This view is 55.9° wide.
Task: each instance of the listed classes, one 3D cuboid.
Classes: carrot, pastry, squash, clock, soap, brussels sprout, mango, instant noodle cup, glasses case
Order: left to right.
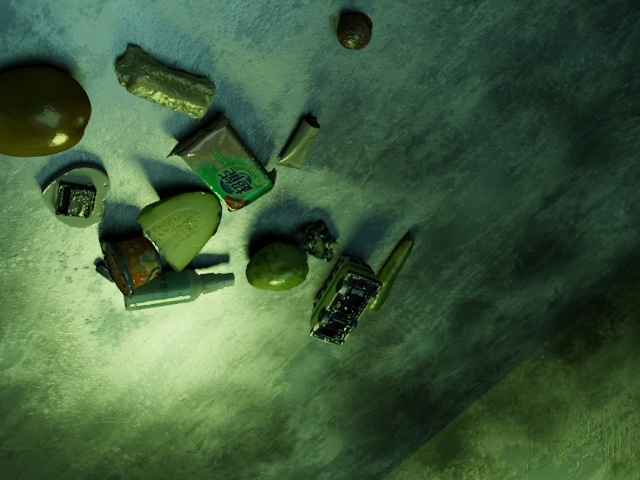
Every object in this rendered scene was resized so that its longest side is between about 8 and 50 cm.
[{"bbox_3d":[-0.706,-0.300,1.425,0.318,0.173,0.211,-6,128,-13],"label":"mango"},{"bbox_3d":[-0.672,-0.117,1.655,0.172,0.064,0.198,5,123,-30],"label":"clock"},{"bbox_3d":[-0.658,0.099,1.862,0.034,0.023,0.083,-31,132,12],"label":"glasses case"},{"bbox_3d":[-0.554,0.065,1.797,0.126,0.208,0.178,-25,178,-32],"label":"instant noodle cup"},{"bbox_3d":[-0.393,-0.401,1.550,0.259,0.089,0.121,20,103,-39],"label":"pastry"},{"bbox_3d":[-0.394,-0.057,1.776,0.155,0.204,0.236,-10,134,13],"label":"squash"},{"bbox_3d":[-0.275,-0.218,1.741,0.218,0.098,0.273,-31,131,9],"label":"soap"},{"bbox_3d":[-0.144,0.096,2.006,0.223,0.161,0.223,-14,154,-7],"label":"brussels sprout"},{"bbox_3d":[0.265,0.124,2.290,0.074,0.074,0.358,11,120,-32],"label":"carrot"}]

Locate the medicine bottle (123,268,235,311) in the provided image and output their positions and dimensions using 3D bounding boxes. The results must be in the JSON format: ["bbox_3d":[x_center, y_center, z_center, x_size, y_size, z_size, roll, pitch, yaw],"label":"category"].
[{"bbox_3d":[-0.450,0.148,1.940,0.352,0.110,0.110,-7,129,-20],"label":"medicine bottle"}]

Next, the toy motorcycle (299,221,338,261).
[{"bbox_3d":[0.000,0.000,2.055,0.193,0.061,0.124,26,81,-52],"label":"toy motorcycle"}]

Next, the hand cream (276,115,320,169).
[{"bbox_3d":[-0.058,-0.294,1.818,0.087,0.054,0.186,8,129,-36],"label":"hand cream"}]

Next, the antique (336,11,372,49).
[{"bbox_3d":[0.091,-0.564,1.634,0.104,0.104,0.104,-13,130,-16],"label":"antique"}]

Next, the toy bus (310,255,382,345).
[{"bbox_3d":[0.078,0.214,2.198,0.143,0.179,0.305,20,116,-20],"label":"toy bus"}]
